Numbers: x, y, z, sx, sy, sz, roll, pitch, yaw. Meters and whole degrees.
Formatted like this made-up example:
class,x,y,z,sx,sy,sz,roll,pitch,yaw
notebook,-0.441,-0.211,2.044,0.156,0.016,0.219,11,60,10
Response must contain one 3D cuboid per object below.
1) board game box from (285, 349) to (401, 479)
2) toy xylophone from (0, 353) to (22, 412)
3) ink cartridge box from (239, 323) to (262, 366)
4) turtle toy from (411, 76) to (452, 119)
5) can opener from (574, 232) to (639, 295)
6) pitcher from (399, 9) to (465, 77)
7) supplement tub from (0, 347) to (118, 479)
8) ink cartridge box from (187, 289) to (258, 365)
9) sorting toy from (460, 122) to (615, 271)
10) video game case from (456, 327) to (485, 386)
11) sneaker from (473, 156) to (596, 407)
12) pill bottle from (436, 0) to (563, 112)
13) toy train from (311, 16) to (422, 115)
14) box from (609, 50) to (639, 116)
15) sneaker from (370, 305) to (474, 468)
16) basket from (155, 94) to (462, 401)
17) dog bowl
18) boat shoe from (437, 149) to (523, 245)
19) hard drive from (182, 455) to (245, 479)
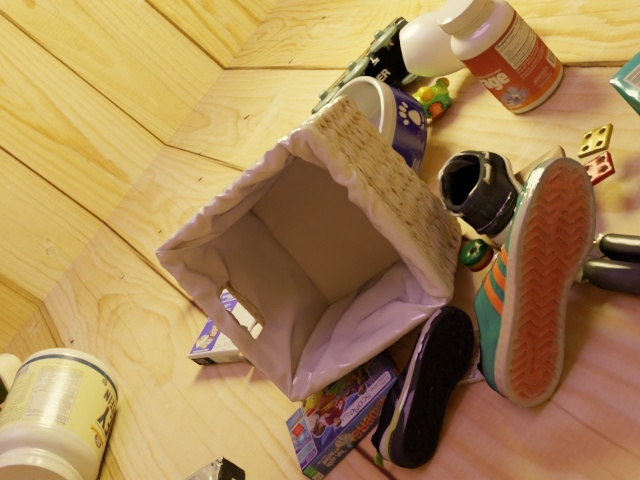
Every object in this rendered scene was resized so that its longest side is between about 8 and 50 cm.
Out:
class,x,y,z,sx,sy,sz,roll,pitch,yaw
board game box,0.037,0.252,1.345,0.201,0.035,0.136,-46,25,9
toy xylophone,-0.711,0.404,2.126,0.081,0.322,0.236,-26,-3,6
ink cartridge box,-0.065,0.147,1.657,0.145,0.045,0.179,-16,44,51
turtle toy,0.204,-0.265,1.747,0.130,0.066,0.095,-23,10,45
can opener,0.343,0.013,1.087,0.076,0.095,0.283,-55,18,-9
pitcher,0.268,-0.397,1.738,0.207,0.125,0.177,-11,18,14
supplement tub,-0.579,0.418,1.913,0.235,0.235,0.324,-38,27,25
ink cartridge box,-0.163,0.153,1.810,0.206,0.045,0.208,-16,43,52
sorting toy,0.321,-0.059,1.287,0.275,0.046,0.132,-37,28,28
video game case,0.200,0.161,1.225,0.122,0.011,0.087,-25,35,43
sneaker,0.247,0.044,1.095,0.121,0.108,0.302,-160,81,-69
pill bottle,0.298,-0.325,1.494,0.121,0.216,0.121,-39,26,24
toy train,0.112,-0.354,1.968,0.334,0.142,0.190,-45,13,15
box,0.416,-0.099,0.941,0.060,0.244,0.100,-45,25,13
sneaker,0.125,0.192,1.199,0.097,0.084,0.234,-1,60,59
basket,0.000,0.000,1.361,0.331,0.328,0.266,-37,11,28
dog bowl,0.083,-0.170,1.683,0.265,0.104,0.264,-38,44,47
boat shoe,0.224,-0.088,1.311,0.114,0.091,0.302,-57,14,9
hard drive,-0.266,0.525,1.445,0.339,0.064,0.236,-38,27,27
